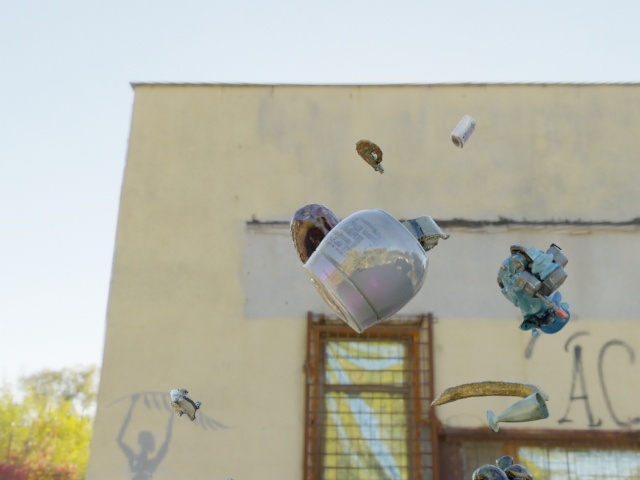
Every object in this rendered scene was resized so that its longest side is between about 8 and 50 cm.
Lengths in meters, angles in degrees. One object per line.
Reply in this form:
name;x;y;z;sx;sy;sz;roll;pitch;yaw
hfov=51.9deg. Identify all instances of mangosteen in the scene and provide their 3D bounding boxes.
mangosteen;0.516;0.750;1.821;0.287;0.287;0.233;9;-63;-23

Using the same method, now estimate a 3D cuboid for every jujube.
jujube;0.000;0.000;2.217;0.183;0.183;0.243;-7;-56;23

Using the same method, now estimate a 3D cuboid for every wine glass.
wine glass;0.538;0.471;1.797;0.155;0.073;0.073;-28;-31;30

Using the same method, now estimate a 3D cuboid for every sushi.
sushi;0.268;-0.011;1.921;0.273;0.134;0.109;-11;-32;-12

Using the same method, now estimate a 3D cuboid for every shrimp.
shrimp;0.200;-0.319;2.479;0.099;0.041;0.180;-9;-43;35

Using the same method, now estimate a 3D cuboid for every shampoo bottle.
shampoo bottle;0.115;0.076;1.686;0.266;0.273;0.273;-42;-19;-7
shampoo bottle;0.465;-0.357;2.124;0.043;0.099;0.072;27;-15;34

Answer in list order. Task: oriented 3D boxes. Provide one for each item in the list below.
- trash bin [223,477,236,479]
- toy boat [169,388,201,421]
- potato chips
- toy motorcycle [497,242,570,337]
trash bin;-0.202;0.742;1.597;0.209;0.290;0.182;10;-36;17
toy boat;-0.403;0.462;1.901;0.084;0.066;0.210;48;-17;-16
potato chips;0.525;0.491;2.119;0.407;0.080;0.057;-14;-7;37
toy motorcycle;0.455;0.105;1.391;0.123;0.182;0.272;-40;-22;-11
